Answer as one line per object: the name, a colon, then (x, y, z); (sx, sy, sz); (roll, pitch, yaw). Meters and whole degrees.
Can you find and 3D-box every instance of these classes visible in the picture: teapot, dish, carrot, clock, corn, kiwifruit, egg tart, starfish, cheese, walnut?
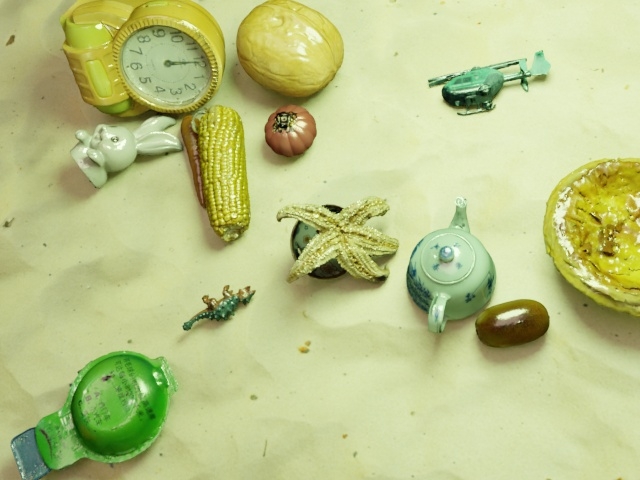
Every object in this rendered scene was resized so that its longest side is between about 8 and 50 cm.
teapot: (0.218, 0.049, 1.190); (0.159, 0.159, 0.232); (10, 71, 17)
dish: (0.000, 0.000, 1.307); (0.141, 0.078, 0.141); (-2, 95, -20)
carrot: (-0.256, -0.165, 1.452); (0.048, 0.048, 0.216); (-16, 71, 7)
clock: (-0.353, -0.392, 1.459); (0.317, 0.244, 0.200); (-2, 46, 9)
corn: (-0.193, -0.141, 1.392); (0.106, 0.106, 0.293); (-13, 66, 8)
kiwifruit: (0.323, 0.139, 1.170); (0.124, 0.075, 0.075); (-12, 66, 5)
egg tart: (0.514, -0.004, 1.158); (0.290, 0.115, 0.290); (-4, 68, 10)
starfish: (0.031, -0.001, 1.244); (0.238, 0.071, 0.216); (31, 78, -13)
cheese: (-0.409, 0.321, 1.268); (0.320, 0.083, 0.204); (-31, 67, -2)
walnut: (-0.064, -0.389, 1.418); (0.226, 0.193, 0.193); (34, 80, 24)

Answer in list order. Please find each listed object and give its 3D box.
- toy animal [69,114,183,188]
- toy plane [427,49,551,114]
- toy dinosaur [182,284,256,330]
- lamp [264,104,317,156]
toy animal: (-0.409, -0.208, 1.462); (0.221, 0.131, 0.104); (-31, 51, -3)
toy plane: (0.329, -0.308, 1.360); (0.235, 0.060, 0.096); (-10, 53, 14)
toy dinosaur: (-0.192, 0.126, 1.313); (0.154, 0.049, 0.055); (-30, 68, -5)
lamp: (-0.060, -0.219, 1.395); (0.107, 0.092, 0.107); (-5, 67, 11)
